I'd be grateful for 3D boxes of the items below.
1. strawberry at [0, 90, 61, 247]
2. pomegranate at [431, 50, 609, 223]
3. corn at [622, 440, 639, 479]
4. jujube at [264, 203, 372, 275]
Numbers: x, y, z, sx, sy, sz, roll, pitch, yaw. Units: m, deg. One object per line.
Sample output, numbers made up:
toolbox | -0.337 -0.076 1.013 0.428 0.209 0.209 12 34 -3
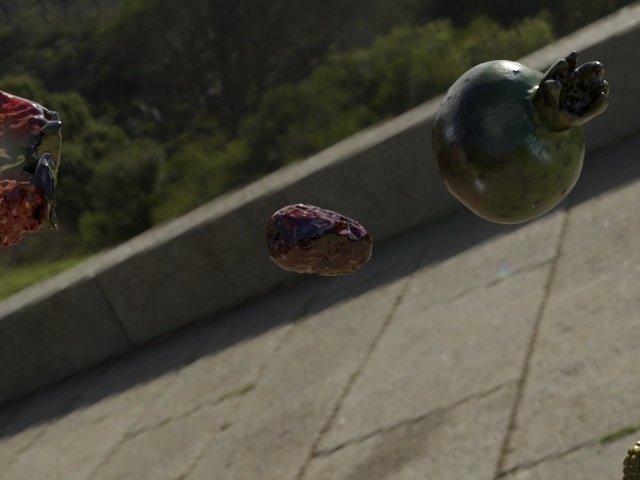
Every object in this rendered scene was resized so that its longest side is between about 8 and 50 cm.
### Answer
strawberry | -0.453 -0.066 1.651 0.306 0.138 0.233 -6 43 -3
pomegranate | 0.291 -0.176 2.035 0.242 0.242 0.306 -40 -21 -50
corn | 0.498 0.419 2.021 0.119 0.322 0.119 -5 13 1
jujube | 0.000 0.000 1.549 0.129 0.077 0.077 6 -10 -32
